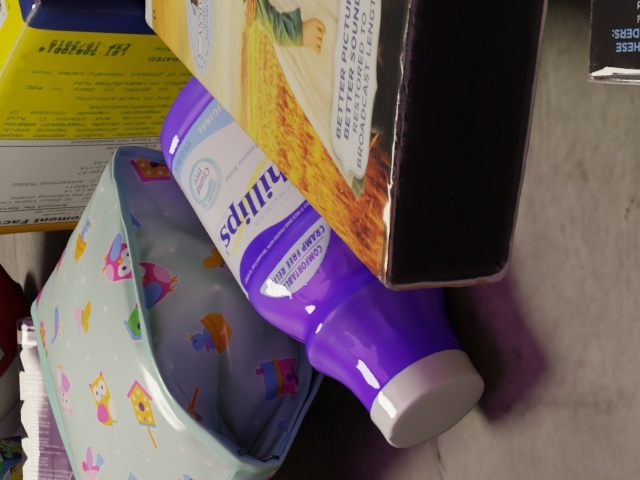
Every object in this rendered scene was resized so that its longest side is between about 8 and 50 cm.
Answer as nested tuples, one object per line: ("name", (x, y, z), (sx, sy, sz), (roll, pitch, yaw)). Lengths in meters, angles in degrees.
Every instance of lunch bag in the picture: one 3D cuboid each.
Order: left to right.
("lunch bag", (-0.101, 0.099, 0.927), (0.223, 0.160, 0.262), (-54, 44, 44))

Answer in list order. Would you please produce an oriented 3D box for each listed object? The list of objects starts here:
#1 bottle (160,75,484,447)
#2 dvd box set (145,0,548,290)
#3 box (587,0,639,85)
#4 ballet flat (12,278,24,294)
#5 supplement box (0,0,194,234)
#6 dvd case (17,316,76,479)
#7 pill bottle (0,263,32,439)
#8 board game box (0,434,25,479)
("bottle", (0.000, 0.000, 0.804), (0.118, 0.092, 0.283), (-48, 56, 23))
("dvd box set", (-0.011, -0.202, 0.626), (0.420, 0.062, 0.308), (-130, 40, -58))
("box", (0.185, -0.196, 0.438), (0.087, 0.169, 0.290), (11, 101, 54))
("ballet flat", (-0.371, 0.149, 1.421), (0.079, 0.077, 0.222), (4, 102, 21))
("supplement box", (-0.207, -0.164, 1.028), (0.356, 0.194, 0.195), (-43, 58, 50))
("dvd case", (-0.194, 0.181, 1.130), (0.164, 0.018, 0.221), (1, 95, 23))
("pill bottle", (-0.412, 0.068, 1.205), (0.229, 0.229, 0.408), (29, 154, 53))
("board game box", (-0.279, 0.272, 1.244), (0.035, 0.136, 0.201), (47, 132, 43))
